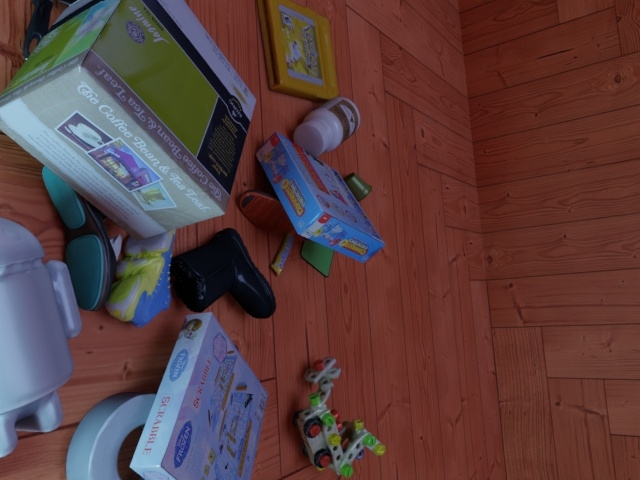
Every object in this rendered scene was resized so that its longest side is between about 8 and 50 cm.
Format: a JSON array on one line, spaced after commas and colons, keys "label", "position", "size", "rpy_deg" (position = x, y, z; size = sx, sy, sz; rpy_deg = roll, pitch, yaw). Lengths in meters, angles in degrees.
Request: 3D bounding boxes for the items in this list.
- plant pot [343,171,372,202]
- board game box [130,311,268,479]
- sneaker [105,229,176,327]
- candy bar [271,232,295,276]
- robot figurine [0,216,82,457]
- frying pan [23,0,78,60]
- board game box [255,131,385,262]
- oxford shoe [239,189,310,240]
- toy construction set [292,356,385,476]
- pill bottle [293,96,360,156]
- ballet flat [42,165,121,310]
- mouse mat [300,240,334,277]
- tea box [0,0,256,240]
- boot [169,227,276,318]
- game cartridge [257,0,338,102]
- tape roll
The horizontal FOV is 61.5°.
[{"label": "plant pot", "position": [0.115, -0.180, 1.780], "size": [0.079, 0.083, 0.083], "rpy_deg": [48, 45, -21]}, {"label": "board game box", "position": [-0.218, 0.367, 1.078], "size": [0.319, 0.066, 0.318], "rpy_deg": [-80, 155, -46]}, {"label": "sneaker", "position": [-0.342, 0.066, 1.077], "size": [0.126, 0.091, 0.240], "rpy_deg": [71, 31, -47]}, {"label": "candy bar", "position": [-0.097, 0.025, 1.475], "size": [0.040, 0.018, 0.161], "rpy_deg": [54, 44, -34]}, {"label": "robot figurine", "position": [-0.475, 0.116, 0.752], "size": [0.300, 0.199, 0.353], "rpy_deg": [-20, 100, -64]}, {"label": "frying pan", "position": [-0.480, -0.470, 1.002], "size": [0.197, 0.053, 0.326], "rpy_deg": [-7, 91, -55]}, {"label": "board game box", "position": [0.001, -0.111, 1.452], "size": [0.302, 0.086, 0.308], "rpy_deg": [24, 30, -50]}, {"label": "oxford shoe", "position": [-0.110, -0.081, 1.436], "size": [0.271, 0.097, 0.098], "rpy_deg": [26, 33, -43]}, {"label": "toy construction set", "position": [0.038, 0.489, 1.452], "size": [0.215, 0.151, 0.328], "rpy_deg": [-28, 99, -29]}, {"label": "pill bottle", "position": [0.018, -0.339, 1.617], "size": [0.229, 0.131, 0.131], "rpy_deg": [-46, 120, -49]}, {"label": "ballet flat", "position": [-0.412, -0.017, 0.972], "size": [0.096, 0.095, 0.280], "rpy_deg": [-20, 100, -67]}, {"label": "mouse mat", "position": [0.000, 0.000, 1.629], "size": [0.152, 0.007, 0.190], "rpy_deg": [42, 52, -43]}, {"label": "tea box", "position": [-0.312, -0.235, 0.947], "size": [0.329, 0.220, 0.323], "rpy_deg": [51, 34, -41]}, {"label": "boot", "position": [-0.220, 0.112, 1.209], "size": [0.207, 0.094, 0.246], "rpy_deg": [-43, 111, -54]}, {"label": "game cartridge", "position": [-0.056, -0.575, 1.633], "size": [0.323, 0.052, 0.285], "rpy_deg": [-8, 90, -54]}, {"label": "tape roll", "position": [-0.346, 0.394, 0.992], "size": [0.219, 0.072, 0.219], "rpy_deg": [15, 72, -53]}]
